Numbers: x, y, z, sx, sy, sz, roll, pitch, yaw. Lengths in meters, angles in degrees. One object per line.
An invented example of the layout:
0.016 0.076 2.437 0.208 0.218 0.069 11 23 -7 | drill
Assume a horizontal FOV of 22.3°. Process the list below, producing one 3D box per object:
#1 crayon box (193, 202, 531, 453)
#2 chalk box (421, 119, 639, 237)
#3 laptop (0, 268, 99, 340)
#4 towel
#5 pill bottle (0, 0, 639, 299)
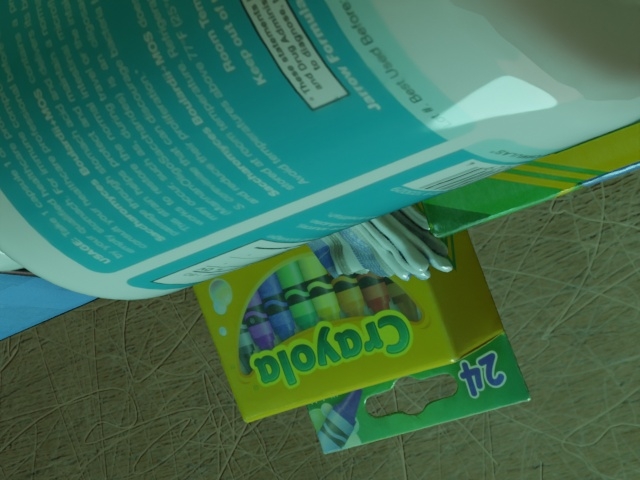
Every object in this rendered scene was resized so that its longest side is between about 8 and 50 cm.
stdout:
0.000 0.000 1.191 0.203 0.323 0.083 -20 -178 36 | crayon box
0.181 -0.140 0.833 0.289 0.180 0.179 -22 -179 33 | chalk box
-0.373 0.159 0.933 0.382 0.408 0.236 7 -165 -41 | laptop
-0.031 -0.051 0.976 0.034 0.209 0.285 -47 -174 -7 | towel
-0.028 -0.067 0.502 0.264 0.146 0.146 -20 -178 38 | pill bottle
